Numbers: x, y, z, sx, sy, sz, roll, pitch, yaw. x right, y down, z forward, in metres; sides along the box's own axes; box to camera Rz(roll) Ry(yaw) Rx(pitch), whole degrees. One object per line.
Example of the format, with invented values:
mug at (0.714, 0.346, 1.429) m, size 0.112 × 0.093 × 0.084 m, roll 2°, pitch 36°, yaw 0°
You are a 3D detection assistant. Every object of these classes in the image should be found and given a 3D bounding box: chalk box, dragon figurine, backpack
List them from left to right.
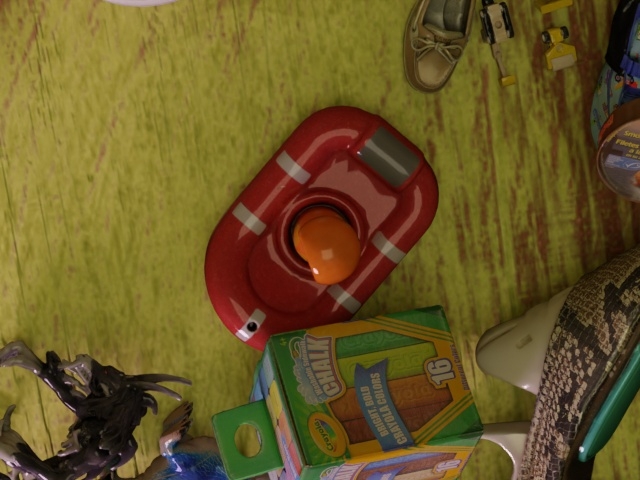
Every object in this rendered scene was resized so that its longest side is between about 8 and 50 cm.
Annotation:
dragon figurine at (-0.137, 0.248, 1.808) m, size 0.289 × 0.085 × 0.144 m, roll -33°, pitch 102°, yaw 3°
chalk box at (0.015, 0.156, 1.727) m, size 0.213 × 0.132 × 0.132 m, roll -10°, pitch 63°, yaw -16°
backpack at (0.322, -0.129, 1.736) m, size 0.158 × 0.117 × 0.173 m, roll 14°, pitch 105°, yaw -6°

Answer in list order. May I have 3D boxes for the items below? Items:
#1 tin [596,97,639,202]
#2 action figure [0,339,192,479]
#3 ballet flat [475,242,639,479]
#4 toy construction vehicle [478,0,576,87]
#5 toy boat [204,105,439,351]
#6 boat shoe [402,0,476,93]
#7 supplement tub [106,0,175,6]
tin at (0.331, -0.070, 1.687) m, size 0.189 × 0.040 × 0.106 m, roll 13°, pitch 141°, yaw -6°
action figure at (-0.255, 0.172, 1.745) m, size 0.275 × 0.164 × 0.141 m, roll -36°, pitch 103°, yaw 12°
ballet flat at (0.199, 0.190, 1.795) m, size 0.182 × 0.164 × 0.483 m, roll 20°, pitch 104°, yaw 17°
toy construction vehicle at (0.185, -0.195, 1.757) m, size 0.086 × 0.035 × 0.098 m, roll -21°, pitch 106°, yaw -10°
toy boat at (0.000, 0.000, 1.726) m, size 0.151 × 0.151 × 0.231 m, roll 39°, pitch 98°, yaw -10°
boat shoe at (0.112, -0.203, 1.739) m, size 0.056 × 0.048 × 0.153 m, roll 18°, pitch 101°, yaw -7°
supplement tub at (-0.145, -0.291, 1.588) m, size 0.191 × 0.272 × 0.191 m, roll -1°, pitch 103°, yaw -4°
